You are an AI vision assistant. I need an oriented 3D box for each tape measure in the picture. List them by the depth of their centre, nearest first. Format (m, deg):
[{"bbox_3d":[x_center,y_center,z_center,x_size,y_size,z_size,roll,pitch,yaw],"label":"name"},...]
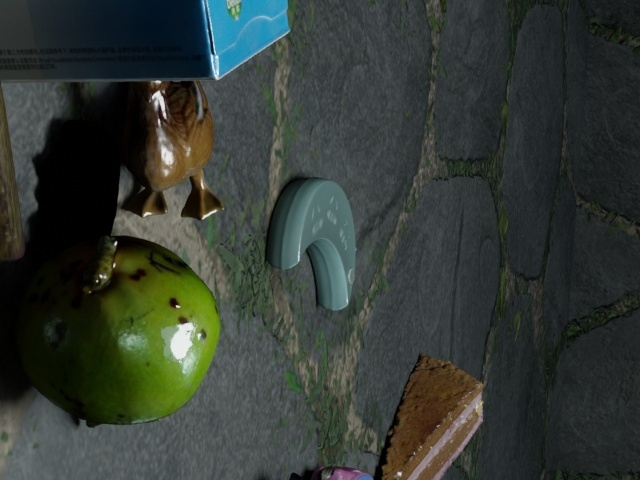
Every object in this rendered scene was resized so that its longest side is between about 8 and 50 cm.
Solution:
[{"bbox_3d":[0.019,0.332,1.592,0.125,0.074,0.118,46,52,-55],"label":"tape measure"}]

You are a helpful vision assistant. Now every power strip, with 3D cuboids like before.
[{"bbox_3d":[0.000,0.000,1.544,0.216,0.044,0.137,39,56,-63],"label":"power strip"}]

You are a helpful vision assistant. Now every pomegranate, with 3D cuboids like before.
[{"bbox_3d":[-0.153,0.074,1.035,0.220,0.156,0.156,73,23,-79],"label":"pomegranate"}]

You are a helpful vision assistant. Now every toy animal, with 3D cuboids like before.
[{"bbox_3d":[-0.134,-0.114,1.130,0.188,0.089,0.179,-89,176,-53],"label":"toy animal"}]

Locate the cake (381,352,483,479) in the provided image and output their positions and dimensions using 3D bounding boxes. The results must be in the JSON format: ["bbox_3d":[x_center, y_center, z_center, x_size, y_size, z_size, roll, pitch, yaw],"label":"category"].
[{"bbox_3d":[0.158,0.299,1.910,0.295,0.112,0.116,-58,143,-41],"label":"cake"}]

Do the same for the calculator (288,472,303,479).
[{"bbox_3d":[-0.050,0.383,1.426,0.177,0.040,0.268,93,6,-56],"label":"calculator"}]

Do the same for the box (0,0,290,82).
[{"bbox_3d":[-0.138,-0.169,0.970,0.139,0.194,0.073,-50,137,-58],"label":"box"}]

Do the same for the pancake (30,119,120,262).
[{"bbox_3d":[-0.196,-0.034,1.075,0.116,0.022,0.130,13,85,-68],"label":"pancake"}]

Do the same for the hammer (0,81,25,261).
[{"bbox_3d":[-0.235,-0.146,0.793,0.095,0.242,0.409,-111,-161,-44],"label":"hammer"}]
